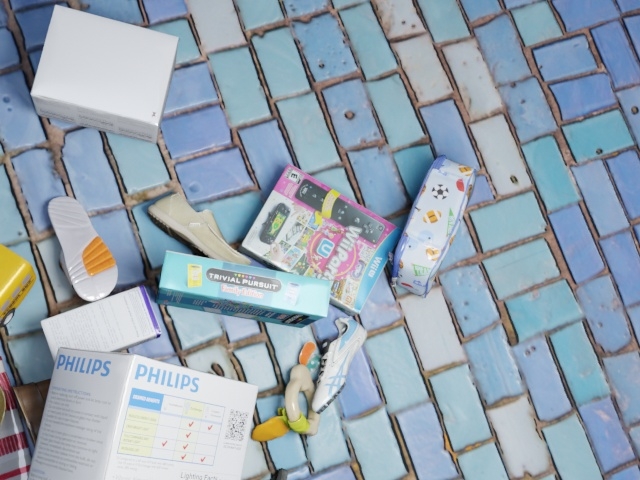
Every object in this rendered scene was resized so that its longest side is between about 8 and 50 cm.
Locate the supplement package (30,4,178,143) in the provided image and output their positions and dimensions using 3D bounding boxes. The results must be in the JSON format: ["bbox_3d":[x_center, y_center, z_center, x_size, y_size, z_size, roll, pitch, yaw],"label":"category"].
[{"bbox_3d":[-0.452,-0.348,1.835,0.261,0.145,0.204,13,78,-11],"label":"supplement package"}]

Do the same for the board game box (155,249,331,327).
[{"bbox_3d":[-0.170,0.108,1.817,0.336,0.254,0.079,11,77,-11],"label":"board game box"}]

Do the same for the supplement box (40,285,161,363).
[{"bbox_3d":[-0.457,0.187,1.813,0.220,0.111,0.114,-21,84,-15],"label":"supplement box"}]

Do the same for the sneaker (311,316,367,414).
[{"bbox_3d":[0.026,0.273,1.901,0.086,0.085,0.237,29,56,-3],"label":"sneaker"}]

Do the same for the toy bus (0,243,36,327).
[{"bbox_3d":[-0.715,0.170,1.736,0.108,0.130,0.333,32,67,1],"label":"toy bus"}]

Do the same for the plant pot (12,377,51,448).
[{"bbox_3d":[-0.515,0.341,1.755,0.165,0.167,0.167,-20,85,-24],"label":"plant pot"}]

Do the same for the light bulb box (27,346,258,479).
[{"bbox_3d":[-0.338,0.415,1.652,0.358,0.225,0.361,26,69,-50],"label":"light bulb box"}]

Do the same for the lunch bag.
[{"bbox_3d":[0.248,-0.022,1.946,0.115,0.243,0.303,24,74,10],"label":"lunch bag"}]

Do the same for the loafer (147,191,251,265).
[{"bbox_3d":[-0.253,-0.017,1.893,0.268,0.102,0.092,36,75,3],"label":"loafer"}]

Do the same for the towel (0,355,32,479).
[{"bbox_3d":[-0.719,0.424,1.751,0.237,0.037,0.329,-16,83,-16],"label":"towel"}]

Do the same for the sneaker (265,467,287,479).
[{"bbox_3d":[-0.144,0.550,1.844,0.089,0.051,0.170,30,78,-10],"label":"sneaker"}]

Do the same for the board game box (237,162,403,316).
[{"bbox_3d":[0.000,0.000,1.956,0.303,0.097,0.224,30,76,-6],"label":"board game box"}]

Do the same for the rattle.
[{"bbox_3d":[-0.070,0.335,1.912,0.130,0.142,0.200,19,56,-41],"label":"rattle"}]

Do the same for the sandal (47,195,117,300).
[{"bbox_3d":[-0.512,0.024,1.857,0.102,0.076,0.265,-14,62,-29],"label":"sandal"}]

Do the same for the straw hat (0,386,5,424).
[{"bbox_3d":[-0.670,0.344,1.730,0.144,0.061,0.145,-7,69,18],"label":"straw hat"}]
